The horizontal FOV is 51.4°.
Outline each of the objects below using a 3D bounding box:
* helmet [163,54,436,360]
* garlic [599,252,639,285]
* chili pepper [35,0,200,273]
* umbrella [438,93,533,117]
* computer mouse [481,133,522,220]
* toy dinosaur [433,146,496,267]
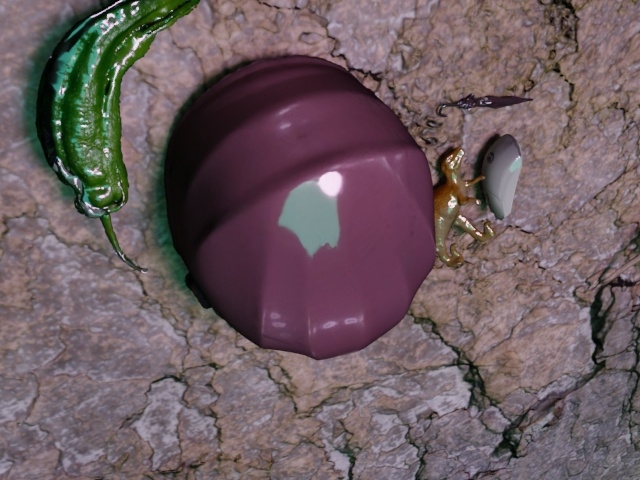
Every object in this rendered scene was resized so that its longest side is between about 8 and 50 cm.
[{"bbox_3d":[0.000,0.000,0.654,0.271,0.197,0.338,-20,125,-13],"label":"helmet"},{"bbox_3d":[0.532,0.036,0.899,0.256,0.207,0.207,-38,127,12],"label":"garlic"},{"bbox_3d":[-0.185,-0.109,0.586,0.122,0.065,0.279,10,112,-23],"label":"chili pepper"},{"bbox_3d":[0.187,-0.154,0.744,0.122,0.013,0.022,-12,136,-16],"label":"umbrella"},{"bbox_3d":[0.205,-0.070,0.779,0.032,0.056,0.110,-6,125,-10],"label":"computer mouse"},{"bbox_3d":[0.130,-0.024,0.796,0.162,0.039,0.126,-28,107,23],"label":"toy dinosaur"}]
